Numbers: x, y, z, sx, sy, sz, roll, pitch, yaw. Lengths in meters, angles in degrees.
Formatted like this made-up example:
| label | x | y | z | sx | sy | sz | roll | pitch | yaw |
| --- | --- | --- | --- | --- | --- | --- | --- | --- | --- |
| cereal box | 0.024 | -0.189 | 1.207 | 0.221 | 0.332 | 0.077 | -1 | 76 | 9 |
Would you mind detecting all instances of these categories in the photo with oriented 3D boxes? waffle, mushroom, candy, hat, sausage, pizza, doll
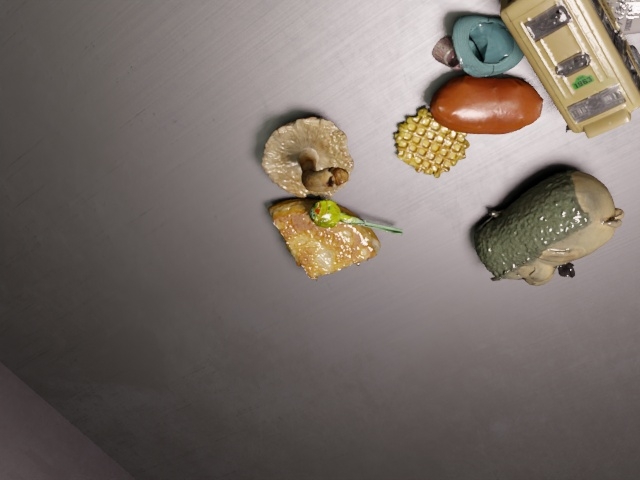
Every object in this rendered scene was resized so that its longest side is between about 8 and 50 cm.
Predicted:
| label | x | y | z | sx | sy | sz | roll | pitch | yaw |
| --- | --- | --- | --- | --- | --- | --- | --- | --- | --- |
| waffle | 0.283 | -0.251 | 1.339 | 0.191 | 0.038 | 0.191 | 4 | 118 | 7 |
| mushroom | -0.043 | -0.194 | 1.280 | 0.233 | 0.302 | 0.207 | -22 | 90 | 12 |
| candy | 0.097 | -0.050 | 1.401 | 0.262 | 0.073 | 0.077 | 12 | 155 | -14 |
| hat | 0.308 | -0.436 | 1.238 | 0.087 | 0.042 | 0.058 | 45 | 115 | 21 |
| sausage | 0.385 | -0.312 | 1.234 | 0.259 | 0.133 | 0.133 | 2 | 120 | -3 |
| pizza | 0.000 | 0.000 | 1.481 | 0.336 | 0.086 | 0.225 | 18 | 107 | -3 |
| doll | 0.565 | -0.016 | 1.325 | 0.350 | 0.247 | 0.247 | -31 | 111 | 35 |
| hat | 0.365 | -0.435 | 1.193 | 0.191 | 0.078 | 0.138 | -4 | 86 | -18 |

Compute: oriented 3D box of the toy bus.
| label | x | y | z | sx | sy | sz | roll | pitch | yaw |
| --- | --- | --- | --- | --- | --- | --- | --- | --- | --- |
| toy bus | 0.535 | -0.400 | 1.106 | 0.177 | 0.201 | 0.365 | -25 | 116 | 42 |

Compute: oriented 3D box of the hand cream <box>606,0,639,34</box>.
| label | x | y | z | sx | sy | sz | roll | pitch | yaw |
| --- | --- | --- | --- | --- | --- | --- | --- | --- | --- |
| hand cream | 0.713 | -0.506 | 1.120 | 0.315 | 0.089 | 0.139 | 1 | 124 | 17 |
